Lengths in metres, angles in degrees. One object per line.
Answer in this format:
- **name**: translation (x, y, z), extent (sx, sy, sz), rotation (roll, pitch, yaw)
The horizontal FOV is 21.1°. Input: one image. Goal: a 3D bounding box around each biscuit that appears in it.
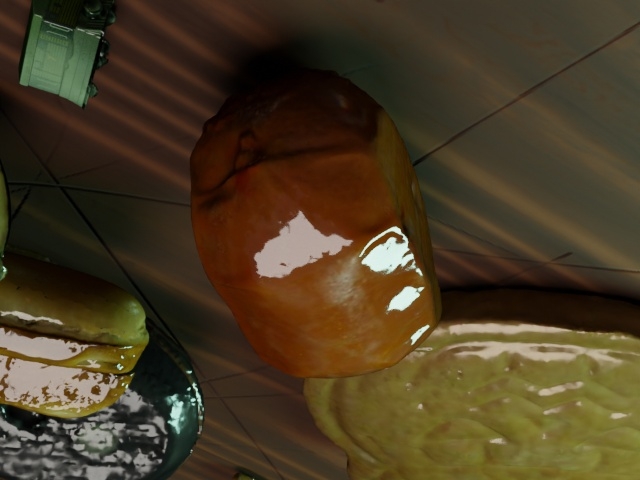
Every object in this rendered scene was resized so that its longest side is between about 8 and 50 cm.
- **biscuit**: translation (0.182, 0.158, 1.458), extent (0.385, 0.062, 0.365), rotation (1, 147, 10)

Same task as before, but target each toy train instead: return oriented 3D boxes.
- **toy train**: translation (-0.165, -0.127, 1.121), extent (0.056, 0.038, 0.093), rotation (16, 146, -8)

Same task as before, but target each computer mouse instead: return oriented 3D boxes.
- **computer mouse**: translation (-0.250, 0.105, 1.401), extent (0.323, 0.116, 0.183), rotation (21, 119, -15)

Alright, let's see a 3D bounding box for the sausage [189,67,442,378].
- **sausage**: translation (0.001, 0.000, 1.173), extent (0.141, 0.153, 0.268), rotation (-9, 146, 8)

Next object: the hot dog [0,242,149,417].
- **hot dog**: translation (-0.292, 0.041, 1.242), extent (0.337, 0.100, 0.135), rotation (14, 146, -12)

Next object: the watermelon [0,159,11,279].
- **watermelon**: translation (-0.366, -0.062, 1.181), extent (0.303, 0.159, 0.128), rotation (7, 173, -19)

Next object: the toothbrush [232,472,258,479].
- **toothbrush**: translation (0.022, 0.304, 1.746), extent (0.031, 0.023, 0.321), rotation (-22, 137, 33)
